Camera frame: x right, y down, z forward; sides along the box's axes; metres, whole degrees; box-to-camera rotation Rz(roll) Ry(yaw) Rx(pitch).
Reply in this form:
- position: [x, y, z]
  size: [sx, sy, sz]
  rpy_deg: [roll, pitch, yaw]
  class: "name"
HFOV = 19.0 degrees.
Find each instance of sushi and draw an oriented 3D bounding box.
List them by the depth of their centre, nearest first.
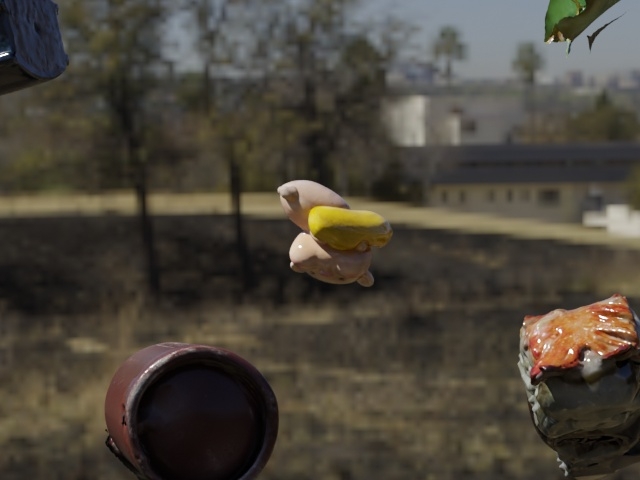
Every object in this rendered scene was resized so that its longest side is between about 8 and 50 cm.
- position: [0.265, 0.150, 1.881]
  size: [0.124, 0.130, 0.332]
  rpy_deg: [-16, -30, 5]
  class: "sushi"

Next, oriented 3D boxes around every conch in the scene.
- position: [0.204, -0.207, 1.298]
  size: [0.079, 0.170, 0.106]
  rpy_deg: [30, -11, 32]
  class: "conch"

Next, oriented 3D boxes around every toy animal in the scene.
- position: [0.000, 0.000, 1.701]
  size: [0.114, 0.082, 0.091]
  rpy_deg: [28, 17, 10]
  class: "toy animal"

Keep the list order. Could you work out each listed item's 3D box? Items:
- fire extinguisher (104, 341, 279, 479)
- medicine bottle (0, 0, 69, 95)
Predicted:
- position: [-0.089, 0.118, 1.259]
  size: [0.105, 0.104, 0.269]
  rpy_deg: [-1, -3, -10]
  class: "fire extinguisher"
- position: [-0.247, -0.178, 1.055]
  size: [0.124, 0.258, 0.079]
  rpy_deg: [-29, -5, 19]
  class: "medicine bottle"
